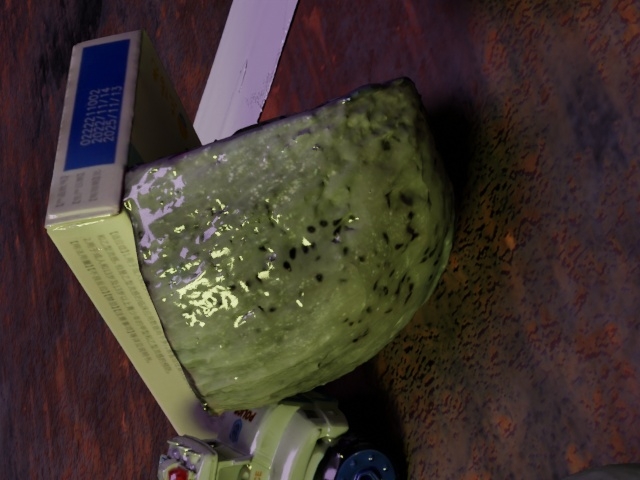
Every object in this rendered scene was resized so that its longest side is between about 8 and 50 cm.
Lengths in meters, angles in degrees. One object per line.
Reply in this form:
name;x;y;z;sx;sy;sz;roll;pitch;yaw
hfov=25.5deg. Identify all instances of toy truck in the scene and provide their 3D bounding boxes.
toy truck;-0.051;0.221;1.120;0.161;0.177;0.213;8;89;63

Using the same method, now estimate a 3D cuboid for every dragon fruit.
dragon fruit;0.000;0.000;1.065;0.283;0.221;0.204;-50;-60;-78

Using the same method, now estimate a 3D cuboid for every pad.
pad;-0.080;-0.188;1.482;0.156;0.004;0.232;48;123;55

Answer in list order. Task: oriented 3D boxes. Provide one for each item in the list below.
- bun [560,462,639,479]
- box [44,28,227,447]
bun;0.165;0.261;0.673;0.187;0.293;0.293;21;101;31
box;-0.121;0.017;1.172;0.343;0.065;0.200;67;-163;-47
